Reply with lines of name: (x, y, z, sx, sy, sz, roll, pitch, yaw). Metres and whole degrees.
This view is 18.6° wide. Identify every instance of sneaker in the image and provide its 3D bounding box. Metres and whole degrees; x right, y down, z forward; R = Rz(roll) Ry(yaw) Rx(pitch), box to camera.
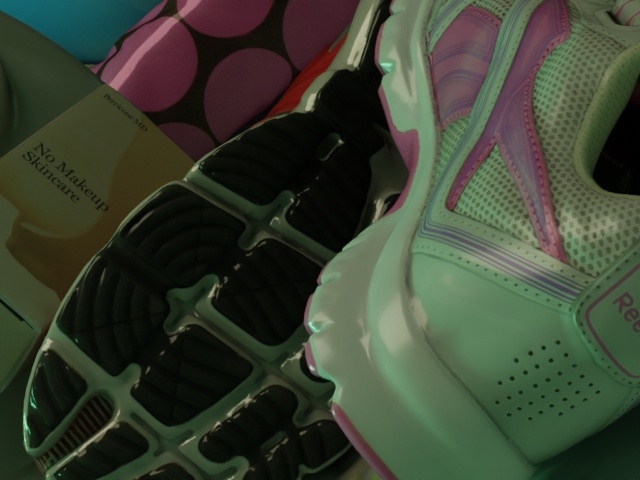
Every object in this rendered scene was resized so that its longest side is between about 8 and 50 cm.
sneaker: (0.081, -0.023, 0.577, 0.111, 0.103, 0.252, -24, 31, 28)
sneaker: (0.000, 0.000, 0.703, 0.279, 0.107, 0.118, -47, 2, -25)

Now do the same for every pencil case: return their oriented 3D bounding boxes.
pencil case: (-0.068, -0.086, 0.988, 0.209, 0.095, 0.098, -40, 4, -6)

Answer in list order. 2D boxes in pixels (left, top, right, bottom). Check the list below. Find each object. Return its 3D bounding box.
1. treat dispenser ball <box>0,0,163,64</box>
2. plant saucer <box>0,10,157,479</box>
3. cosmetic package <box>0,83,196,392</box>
treat dispenser ball: (-0.134, -0.248, 1.149, 0.288, 0.288, 0.288, -35, 20, 15)
plant saucer: (-0.233, -0.030, 0.774, 0.400, 0.400, 0.100, -71, -7, -55)
cosmetic package: (-0.095, -0.003, 0.695, 0.041, 0.060, 0.115, -51, -3, 41)
